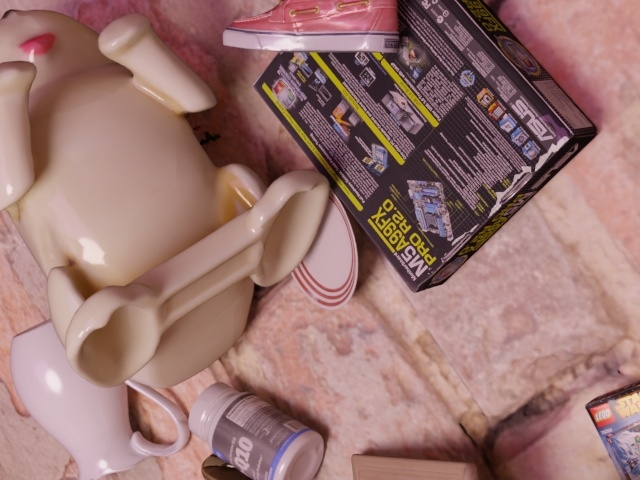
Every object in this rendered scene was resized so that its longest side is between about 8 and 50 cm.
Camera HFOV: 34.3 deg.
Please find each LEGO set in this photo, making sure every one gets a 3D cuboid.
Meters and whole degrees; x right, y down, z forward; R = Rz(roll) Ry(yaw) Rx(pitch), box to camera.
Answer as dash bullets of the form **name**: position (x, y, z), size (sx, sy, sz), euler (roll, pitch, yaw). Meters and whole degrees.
- **LEGO set**: position (-0.129, -0.147, 1.130), size (0.054, 0.023, 0.083), euler (9, 116, 37)

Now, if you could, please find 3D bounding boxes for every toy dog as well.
- **toy dog**: position (-0.221, -0.071, 1.081), size (0.408, 0.284, 0.395), euler (49, 166, 18)

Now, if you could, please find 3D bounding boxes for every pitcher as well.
- **pitcher**: position (-0.262, 0.181, 1.231), size (0.177, 0.125, 0.207), euler (-23, 95, 16)

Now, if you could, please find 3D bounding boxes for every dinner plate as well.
- **dinner plate**: position (0.000, 0.000, 1.041), size (0.141, 0.017, 0.141), euler (30, 129, 47)

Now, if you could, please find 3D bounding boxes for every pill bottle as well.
- **pill bottle**: position (-0.071, 0.211, 1.111), size (0.137, 0.078, 0.078), euler (25, 112, 30)

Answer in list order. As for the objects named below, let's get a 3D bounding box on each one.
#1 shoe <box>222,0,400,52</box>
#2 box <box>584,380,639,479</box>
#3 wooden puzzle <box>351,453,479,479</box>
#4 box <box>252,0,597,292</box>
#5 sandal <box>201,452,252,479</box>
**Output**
- **shoe**: position (-0.009, -0.211, 0.933), size (0.178, 0.063, 0.081), euler (7, 100, 30)
- **box**: position (0.302, 0.155, 0.864), size (0.137, 0.027, 0.094), euler (-30, 82, 35)
- **wooden puzzle**: position (0.102, 0.312, 0.961), size (0.238, 0.044, 0.221), euler (161, 104, -65)
- **box**: position (0.085, -0.123, 0.953), size (0.270, 0.060, 0.216), euler (52, 124, 17)
- **sandal**: position (-0.056, 0.286, 1.123), size (0.180, 0.072, 0.049), euler (23, 126, 32)
